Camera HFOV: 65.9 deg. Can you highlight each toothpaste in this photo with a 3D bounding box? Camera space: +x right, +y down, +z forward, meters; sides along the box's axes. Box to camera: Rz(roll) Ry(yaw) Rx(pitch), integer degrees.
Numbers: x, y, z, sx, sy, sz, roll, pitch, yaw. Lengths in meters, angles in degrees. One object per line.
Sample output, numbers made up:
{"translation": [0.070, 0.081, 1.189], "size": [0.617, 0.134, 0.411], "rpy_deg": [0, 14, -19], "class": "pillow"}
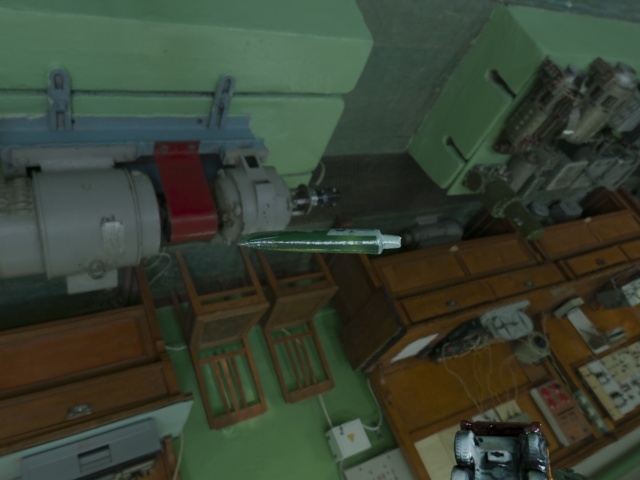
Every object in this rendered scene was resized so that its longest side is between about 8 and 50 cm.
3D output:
{"translation": [0.000, 0.000, 0.625], "size": [0.204, 0.032, 0.049], "rpy_deg": [1, -166, 1], "class": "toothpaste"}

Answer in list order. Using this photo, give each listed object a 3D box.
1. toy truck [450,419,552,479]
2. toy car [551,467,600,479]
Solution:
{"translation": [0.192, 0.310, 0.518], "size": [0.114, 0.270, 0.135], "rpy_deg": [-8, 120, 24], "class": "toy truck"}
{"translation": [0.586, 0.575, 1.106], "size": [0.056, 0.096, 0.205], "rpy_deg": [11, 166, -6], "class": "toy car"}
